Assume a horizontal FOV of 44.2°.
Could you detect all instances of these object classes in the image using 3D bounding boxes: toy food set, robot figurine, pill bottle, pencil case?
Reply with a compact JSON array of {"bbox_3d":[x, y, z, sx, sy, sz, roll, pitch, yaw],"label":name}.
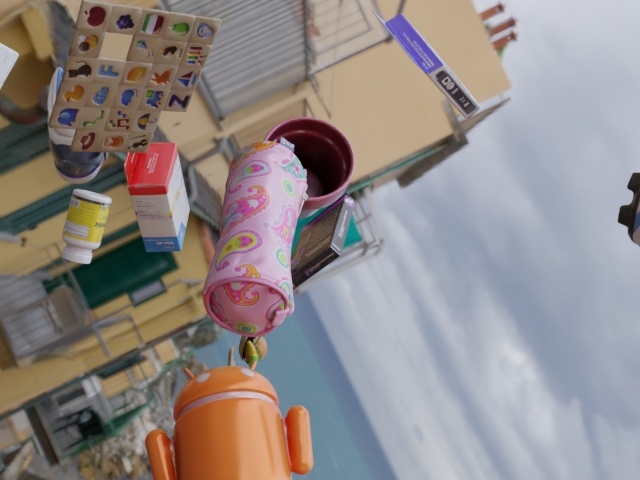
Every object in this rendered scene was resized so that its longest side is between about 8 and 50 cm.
[{"bbox_3d":[-0.111,0.173,1.468,0.038,0.192,0.132,23,-38,11],"label":"toy food set"},{"bbox_3d":[-0.102,0.237,0.888,0.128,0.158,0.219,33,34,-45],"label":"robot figurine"},{"bbox_3d":[-0.395,-0.023,1.317,0.065,0.065,0.116,-133,-121,-82],"label":"pill bottle"},{"bbox_3d":[-0.081,-0.012,1.059,0.284,0.124,0.124,-85,158,-46],"label":"pencil case"}]

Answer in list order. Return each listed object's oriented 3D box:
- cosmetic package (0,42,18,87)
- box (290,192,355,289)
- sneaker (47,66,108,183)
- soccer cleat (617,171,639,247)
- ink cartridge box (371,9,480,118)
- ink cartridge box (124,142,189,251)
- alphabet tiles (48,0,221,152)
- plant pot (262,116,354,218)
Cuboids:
[{"bbox_3d":[-0.612,-0.254,1.192,0.224,0.138,0.224,30,-25,-25],"label":"cosmetic package"},{"bbox_3d":[0.000,0.000,1.329,0.029,0.116,0.162,42,34,-16],"label":"box"},{"bbox_3d":[-0.447,-0.292,1.537,0.236,0.130,0.323,118,-19,-56],"label":"sneaker"},{"bbox_3d":[0.491,-0.136,0.992,0.143,0.331,0.116,18,9,37],"label":"soccer cleat"},{"bbox_3d":[0.206,-0.357,1.542,0.208,0.045,0.206,33,22,-43],"label":"ink cartridge box"},{"bbox_3d":[-0.327,-0.102,1.589,0.231,0.078,0.134,87,3,-46],"label":"ink cartridge box"},{"bbox_3d":[-0.261,-0.215,1.089,0.009,0.198,0.237,56,-48,32],"label":"alphabet tiles"},{"bbox_3d":[-0.040,-0.141,1.711,0.201,0.201,0.180,64,-18,15],"label":"plant pot"}]
